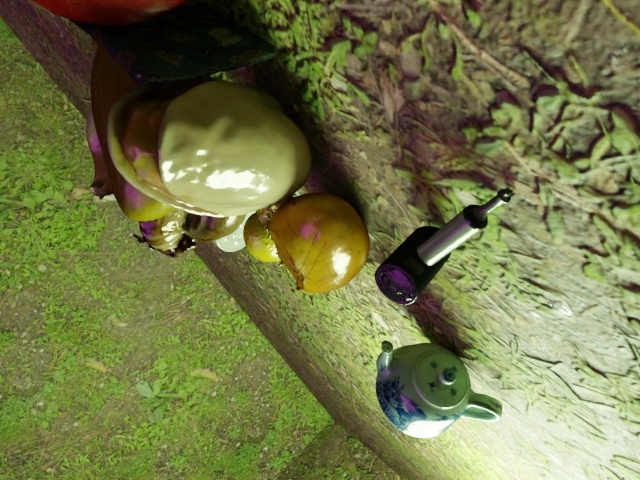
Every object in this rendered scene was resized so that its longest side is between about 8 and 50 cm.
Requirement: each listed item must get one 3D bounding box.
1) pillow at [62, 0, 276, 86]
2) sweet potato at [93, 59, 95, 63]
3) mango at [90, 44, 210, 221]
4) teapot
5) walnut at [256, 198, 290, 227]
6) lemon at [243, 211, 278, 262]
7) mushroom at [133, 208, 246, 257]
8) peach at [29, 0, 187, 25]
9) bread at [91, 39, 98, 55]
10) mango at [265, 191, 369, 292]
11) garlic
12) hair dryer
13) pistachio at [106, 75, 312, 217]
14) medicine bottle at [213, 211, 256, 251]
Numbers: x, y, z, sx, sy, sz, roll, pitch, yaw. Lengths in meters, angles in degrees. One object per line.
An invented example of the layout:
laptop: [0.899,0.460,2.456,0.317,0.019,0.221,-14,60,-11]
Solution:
pillow: [-0.199,-0.264,0.611,0.255,0.189,0.034,41,136,27]
sweet potato: [-0.352,-0.262,1.031,0.158,0.158,0.369,44,160,15]
mango: [-0.258,-0.201,0.779,0.195,0.142,0.331,-6,95,22]
teapot: [0.187,0.241,0.825,0.232,0.159,0.159,28,161,0]
walnut: [-0.073,-0.051,0.960,0.121,0.052,0.091,49,144,9]
lemon: [-0.108,-0.009,1.046,0.109,0.109,0.133,26,137,51]
mushroom: [-0.248,-0.104,0.947,0.263,0.283,0.195,39,-166,13]
peach: [-0.223,-0.315,0.483,0.243,0.243,0.199,43,119,18]
bread: [-0.468,-0.414,1.137,0.132,0.053,0.074,40,161,20]
mango: [0.000,0.000,0.772,0.154,0.126,0.252,37,159,10]
garlic: [-0.587,-0.263,1.473,0.250,0.313,0.286,7,180,-15]
hair dryer: [0.142,-0.004,0.536,0.057,0.100,0.197,46,144,2]
pistachio: [-0.131,-0.118,0.660,0.187,0.187,0.299,41,-160,24]
medicine bottle: [-0.274,-0.087,1.221,0.258,0.143,0.143,35,158,37]
